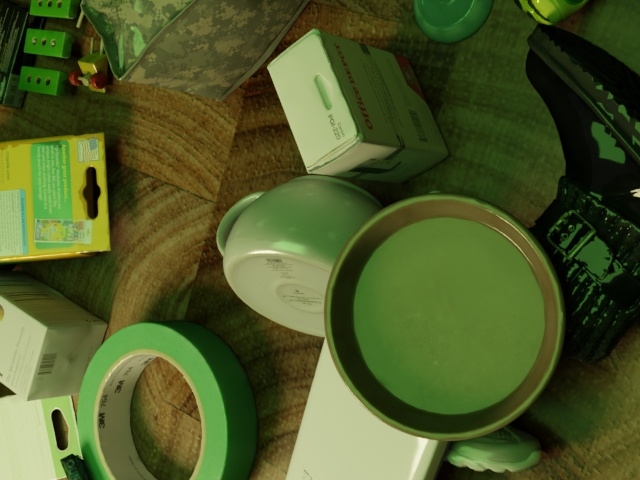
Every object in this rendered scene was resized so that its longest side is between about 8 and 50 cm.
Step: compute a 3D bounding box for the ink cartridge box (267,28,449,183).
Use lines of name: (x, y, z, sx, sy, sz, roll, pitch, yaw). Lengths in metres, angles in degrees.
ink cartridge box: (0.052, -0.164, 1.212, 0.092, 0.218, 0.159, -30, 72, 30)

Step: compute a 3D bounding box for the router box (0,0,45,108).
router box: (-0.585, -0.350, 1.756, 0.133, 0.046, 0.179, 27, 103, 32)

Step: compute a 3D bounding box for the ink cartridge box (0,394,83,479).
ink cartridge box: (-0.529, 0.357, 1.693, 0.235, 0.056, 0.171, -17, 79, 8)

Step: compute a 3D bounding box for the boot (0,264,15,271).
boot: (-0.671, -0.060, 1.778, 0.280, 0.096, 0.264, 13, 98, 35)

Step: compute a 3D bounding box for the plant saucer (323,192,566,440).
plant saucer: (0.138, 0.085, 1.076, 0.277, 0.041, 0.278, -1, 88, 22)

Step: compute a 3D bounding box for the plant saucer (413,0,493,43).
plant saucer: (0.170, -0.322, 1.255, 0.119, 0.021, 0.119, -1, 88, 34)

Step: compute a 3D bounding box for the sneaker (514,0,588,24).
sneaker: (0.237, -0.404, 1.141, 0.123, 0.109, 0.296, -33, 96, -1)

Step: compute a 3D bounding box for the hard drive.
hard drive: (0.049, 0.297, 1.232, 0.210, 0.040, 0.319, 41, 130, 37)

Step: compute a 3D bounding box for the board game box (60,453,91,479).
board game box: (-0.359, 0.441, 1.537, 0.026, 0.126, 0.186, -26, 70, -8)

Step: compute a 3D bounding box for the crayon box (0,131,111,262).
crayon box: (-0.502, -0.064, 1.617, 0.322, 0.083, 0.203, -5, 85, 8)

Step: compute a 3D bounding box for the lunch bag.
lunch bag: (-0.152, -0.352, 1.346, 0.287, 0.235, 0.169, -37, 70, 27)

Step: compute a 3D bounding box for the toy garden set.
toy garden set: (-0.425, -0.369, 1.649, 0.203, 0.049, 0.244, 13, 95, 35)

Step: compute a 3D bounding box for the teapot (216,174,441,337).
teapot: (0.000, 0.000, 1.263, 0.252, 0.256, 0.187, 126, 166, -59)

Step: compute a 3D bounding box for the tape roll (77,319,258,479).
tape roll: (-0.245, 0.287, 1.487, 0.321, 0.077, 0.321, -2, 87, 34)

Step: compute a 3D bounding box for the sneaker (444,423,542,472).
sneaker: (0.155, 0.198, 1.199, 0.281, 0.105, 0.115, 24, 102, 33)

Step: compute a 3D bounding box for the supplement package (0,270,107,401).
supplement package: (-0.509, 0.157, 1.635, 0.244, 0.133, 0.139, 25, 102, 32)

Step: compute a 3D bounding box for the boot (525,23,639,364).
boot: (0.287, -0.059, 1.104, 0.260, 0.131, 0.348, -51, 53, 32)
